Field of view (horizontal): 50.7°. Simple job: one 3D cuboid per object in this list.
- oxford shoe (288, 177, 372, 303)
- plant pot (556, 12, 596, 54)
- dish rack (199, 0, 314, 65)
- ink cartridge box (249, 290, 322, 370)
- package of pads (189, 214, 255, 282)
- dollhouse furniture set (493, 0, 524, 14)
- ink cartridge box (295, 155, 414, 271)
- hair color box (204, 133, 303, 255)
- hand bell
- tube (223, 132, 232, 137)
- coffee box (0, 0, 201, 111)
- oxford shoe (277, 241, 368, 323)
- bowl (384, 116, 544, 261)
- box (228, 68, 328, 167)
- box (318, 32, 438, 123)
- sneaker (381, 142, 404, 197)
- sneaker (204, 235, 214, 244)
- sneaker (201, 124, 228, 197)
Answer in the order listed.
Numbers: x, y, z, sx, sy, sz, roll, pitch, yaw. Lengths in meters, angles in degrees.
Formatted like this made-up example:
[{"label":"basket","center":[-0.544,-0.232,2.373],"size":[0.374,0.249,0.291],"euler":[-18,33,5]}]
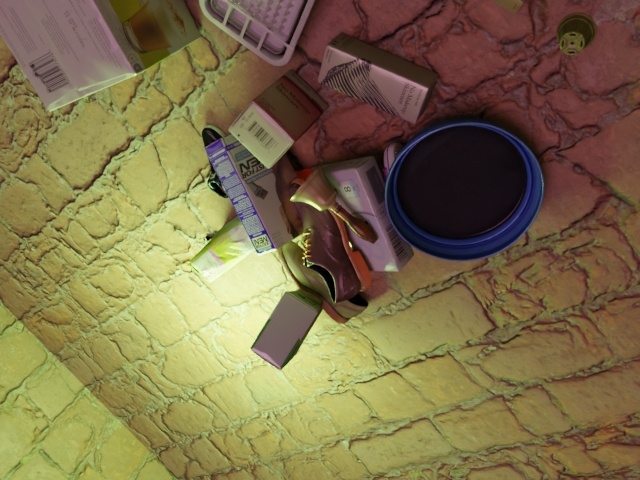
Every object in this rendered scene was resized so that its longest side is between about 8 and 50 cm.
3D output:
[{"label":"oxford shoe","center":[0.000,0.000,1.848],"size":[0.364,0.132,0.130],"euler":[58,161,1]},{"label":"plant pot","center":[0.545,-0.436,1.450],"size":[0.083,0.079,0.083],"euler":[14,128,19]},{"label":"dish rack","center":[-0.140,-0.618,1.649],"size":[0.285,0.072,0.333],"euler":[36,145,1]},{"label":"ink cartridge box","center":[-0.100,0.275,2.130],"size":[0.121,0.289,0.211],"euler":[32,88,5]},{"label":"package of pads","center":[-0.253,-0.011,2.078],"size":[0.101,0.229,0.296],"euler":[48,130,-11]},{"label":"dollhouse furniture set","center":[0.433,-0.586,1.434],"size":[0.144,0.123,0.151],"euler":[34,167,2]},{"label":"ink cartridge box","center":[0.048,-0.062,1.908],"size":[0.384,0.091,0.308],"euler":[-4,117,47]},{"label":"hair color box","center":[-0.161,-0.152,1.903],"size":[0.110,0.185,0.339],"euler":[-15,104,51]},{"label":"hand bell","center":[0.051,-0.074,1.758],"size":[0.242,0.126,0.126],"euler":[41,132,-2]},{"label":"tube","center":[-0.229,-0.222,2.021],"size":[0.052,0.080,0.207],"euler":[-19,112,12]},{"label":"coffee box","center":[-0.587,-0.588,1.762],"size":[0.338,0.334,0.338],"euler":[-12,116,31]},{"label":"oxford shoe","center":[0.013,0.110,2.110],"size":[0.130,0.123,0.348],"euler":[-30,116,36]},{"label":"bowl","center":[0.357,-0.129,1.706],"size":[0.390,0.077,0.391],"euler":[3,123,4]},{"label":"box","center":[-0.106,-0.322,1.771],"size":[0.148,0.232,0.127],"euler":[43,131,-7]},{"label":"box","center":[0.141,-0.403,1.676],"size":[0.275,0.094,0.113],"euler":[25,131,10]},{"label":"sneaker","center":[0.168,-0.137,1.854],"size":[0.161,0.102,0.282],"euler":[7,126,27]},{"label":"sneaker","center":[-0.356,0.005,2.275],"size":[0.083,0.032,0.037],"euler":[6,126,23]},{"label":"sneaker","center":[-0.308,-0.229,2.020],"size":[0.079,0.121,0.217],"euler":[-12,117,32]}]
